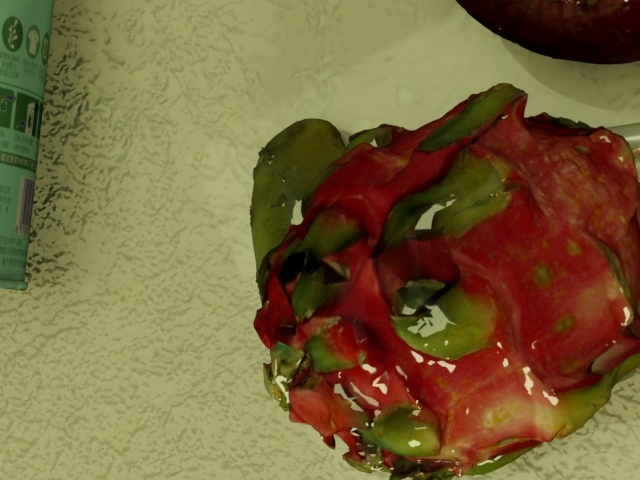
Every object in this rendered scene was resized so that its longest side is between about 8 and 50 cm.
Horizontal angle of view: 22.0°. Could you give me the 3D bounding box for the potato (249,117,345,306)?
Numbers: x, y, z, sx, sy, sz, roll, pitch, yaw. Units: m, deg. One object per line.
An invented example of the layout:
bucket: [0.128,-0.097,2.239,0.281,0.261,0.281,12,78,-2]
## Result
potato: [0.000,0.000,1.214,0.105,0.085,0.188,-11,77,1]

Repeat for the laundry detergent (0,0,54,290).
laundry detergent: [-0.344,-0.126,1.226,0.287,0.287,0.305,5,87,18]

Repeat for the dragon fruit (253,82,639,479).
dragon fruit: [0.097,0.025,1.071,0.231,0.237,0.302,50,60,-12]

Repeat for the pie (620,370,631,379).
pie: [0.139,0.062,1.190,0.191,0.033,0.088,26,89,15]

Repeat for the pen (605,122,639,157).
pen: [0.169,-0.064,1.195,0.239,0.028,0.028,-8,83,16]

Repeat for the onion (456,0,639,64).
onion: [0.181,-0.247,1.081,0.276,0.276,0.276,-1,85,17]
